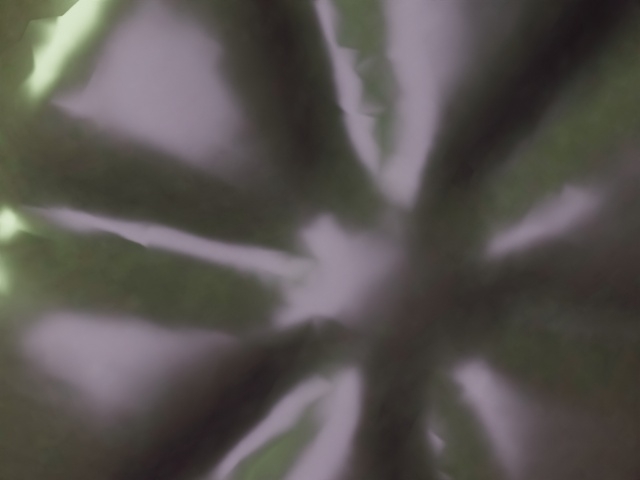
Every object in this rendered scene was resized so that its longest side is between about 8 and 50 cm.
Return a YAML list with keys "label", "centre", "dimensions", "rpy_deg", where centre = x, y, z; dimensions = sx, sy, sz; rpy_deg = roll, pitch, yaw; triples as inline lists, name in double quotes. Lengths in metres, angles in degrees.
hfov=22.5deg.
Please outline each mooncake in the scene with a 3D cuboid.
- label: "mooncake"
  centre: [0.000, 0.000, 0.443]
  dimensions: [0.245, 0.133, 0.244]
  rpy_deg: [-4, 105, -15]
